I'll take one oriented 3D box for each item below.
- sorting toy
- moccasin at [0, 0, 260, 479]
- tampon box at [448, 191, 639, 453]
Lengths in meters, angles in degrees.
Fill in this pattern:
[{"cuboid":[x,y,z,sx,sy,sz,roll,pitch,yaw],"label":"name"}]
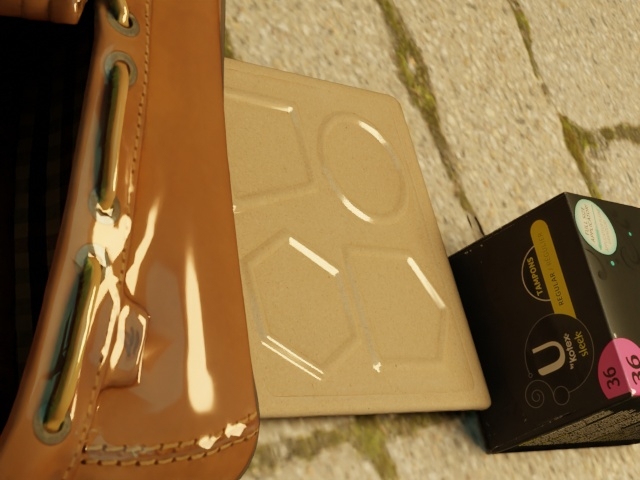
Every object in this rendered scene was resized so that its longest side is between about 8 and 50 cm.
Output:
[{"cuboid":[0.000,0.000,0.652,0.208,0.038,0.193,9,59,-49],"label":"sorting toy"},{"cuboid":[-0.124,-0.076,0.495,0.147,0.139,0.380,16,64,-52],"label":"moccasin"},{"cuboid":[0.169,0.053,0.742,0.161,0.101,0.120,6,61,-45],"label":"tampon box"}]
